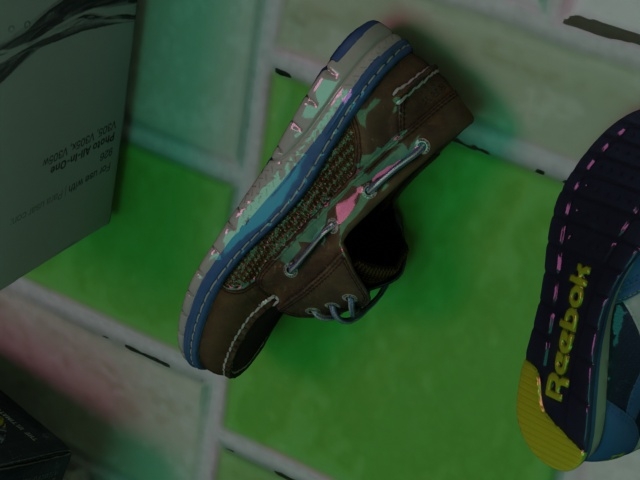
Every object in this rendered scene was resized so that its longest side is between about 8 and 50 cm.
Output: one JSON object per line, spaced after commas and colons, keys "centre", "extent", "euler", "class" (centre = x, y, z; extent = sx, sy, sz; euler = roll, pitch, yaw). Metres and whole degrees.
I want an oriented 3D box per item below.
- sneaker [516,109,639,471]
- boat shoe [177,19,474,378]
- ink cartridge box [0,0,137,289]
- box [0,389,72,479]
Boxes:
{"centre": [0.120, 0.018, 0.724], "extent": [0.053, 0.059, 0.144], "euler": [36, 116, 52], "class": "sneaker"}
{"centre": [0.000, 0.000, 0.778], "extent": [0.066, 0.066, 0.183], "euler": [38, 127, 10], "class": "boat shoe"}
{"centre": [-0.188, -0.142, 0.793], "extent": [0.211, 0.121, 0.289], "euler": [23, 123, 22], "class": "ink cartridge box"}
{"centre": [-0.242, 0.123, 0.941], "extent": [0.233, 0.059, 0.183], "euler": [35, 114, 31], "class": "box"}
